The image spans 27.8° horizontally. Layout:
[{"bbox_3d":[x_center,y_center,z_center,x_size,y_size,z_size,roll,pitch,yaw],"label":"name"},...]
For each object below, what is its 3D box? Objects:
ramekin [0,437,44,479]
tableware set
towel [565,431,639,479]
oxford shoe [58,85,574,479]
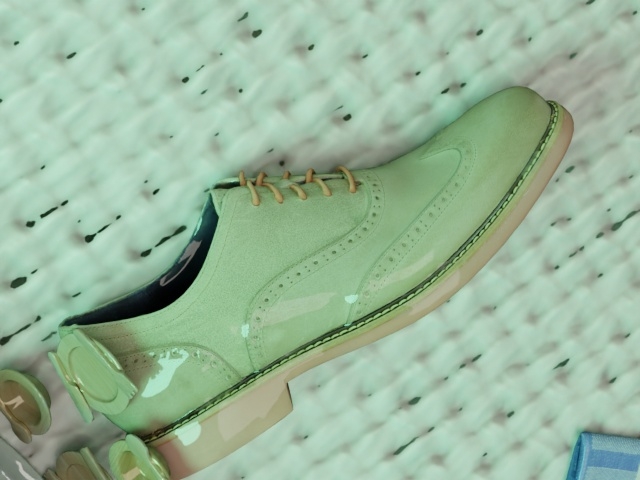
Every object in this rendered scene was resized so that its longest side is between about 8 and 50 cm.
[{"bbox_3d":[-0.247,0.220,0.850,0.109,0.207,0.207,-39,110,5],"label":"ramekin"},{"bbox_3d":[-0.162,0.135,0.891,0.020,0.169,0.141,-39,99,-43],"label":"tableware set"},{"bbox_3d":[0.322,0.280,1.115,0.285,0.034,0.209,12,99,-18],"label":"towel"},{"bbox_3d":[0.000,0.000,0.902,0.397,0.140,0.146,-38,104,-6],"label":"oxford shoe"}]
